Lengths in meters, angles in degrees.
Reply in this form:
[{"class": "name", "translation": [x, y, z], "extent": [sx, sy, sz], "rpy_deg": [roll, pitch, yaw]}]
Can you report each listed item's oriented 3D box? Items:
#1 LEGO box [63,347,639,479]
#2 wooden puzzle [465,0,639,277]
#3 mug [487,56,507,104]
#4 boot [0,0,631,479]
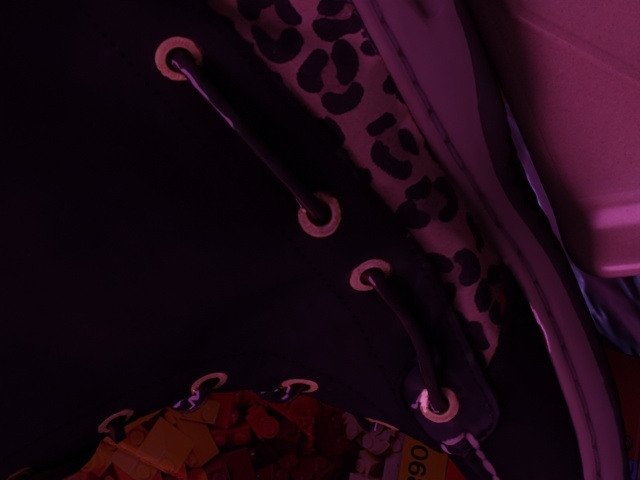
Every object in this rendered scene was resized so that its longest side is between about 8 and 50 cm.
[{"class": "LEGO box", "translation": [-0.087, 0.158, 0.786], "extent": [0.372, 0.193, 0.500], "rpy_deg": [17, 162, -19]}, {"class": "wooden puzzle", "translation": [0.149, -0.104, 0.370], "extent": [0.221, 0.044, 0.239], "rpy_deg": [-9, 119, 33]}, {"class": "mug", "translation": [0.066, -0.097, 0.586], "extent": [0.064, 0.062, 0.078], "rpy_deg": [49, 148, 29]}, {"class": "boot", "translation": [-0.044, 0.046, 0.469], "extent": [0.377, 0.284, 0.138], "rpy_deg": [65, 174, -31]}]
